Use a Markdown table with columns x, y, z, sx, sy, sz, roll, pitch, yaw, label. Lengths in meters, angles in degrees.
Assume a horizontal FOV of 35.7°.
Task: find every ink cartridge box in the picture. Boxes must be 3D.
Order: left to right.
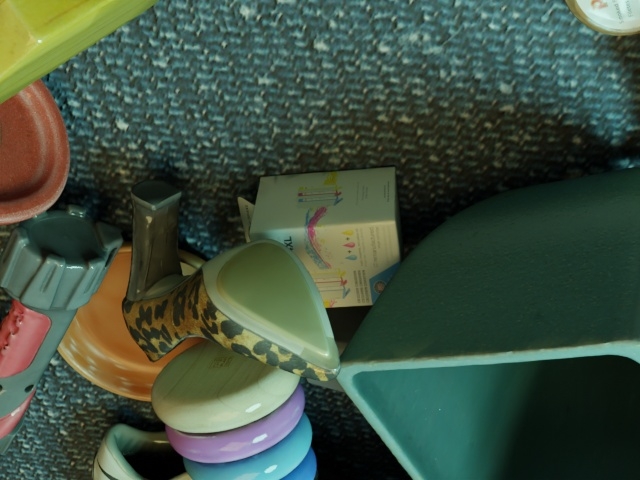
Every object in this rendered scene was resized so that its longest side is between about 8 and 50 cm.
| x | y | z | sx | sy | sz | roll | pitch | yaw | label |
| --- | --- | --- | --- | --- | --- | --- | --- | --- | --- |
| 0.000 | 0.000 | 0.883 | 0.143 | 0.090 | 0.092 | -5 | 125 | 7 | ink cartridge box |

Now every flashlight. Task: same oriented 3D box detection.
| x | y | z | sx | sy | sz | roll | pitch | yaw | label |
| --- | --- | --- | --- | --- | --- | --- | --- | --- | --- |
| -0.292 | 0.092 | 0.922 | 0.103 | 0.103 | 0.304 | 31 | 128 | -6 | flashlight |

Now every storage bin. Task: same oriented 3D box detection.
| x | y | z | sx | sy | sz | roll | pitch | yaw | label |
| --- | --- | --- | --- | --- | --- | --- | --- | --- | --- |
| 0.042 | 0.092 | 0.931 | 0.091 | 0.135 | 0.098 | 10 | 127 | 11 | storage bin |

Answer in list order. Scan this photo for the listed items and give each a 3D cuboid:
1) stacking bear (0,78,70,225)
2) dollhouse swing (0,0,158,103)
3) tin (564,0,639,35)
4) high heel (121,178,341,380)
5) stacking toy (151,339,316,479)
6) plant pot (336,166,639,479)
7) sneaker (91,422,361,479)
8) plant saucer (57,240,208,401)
| x | y | z | sx | sy | sz | roll | pitch | yaw | label |
| --- | --- | --- | --- | --- | --- | --- | --- | --- | --- |
| -0.370 | -0.052 | 0.832 | 0.289 | 0.175 | 0.164 | -18 | 157 | 27 | stacking bear |
| -0.290 | -0.239 | 0.640 | 0.347 | 0.315 | 0.305 | 52 | 139 | -10 | dollhouse swing |
| 0.270 | -0.222 | 0.741 | 0.189 | 0.040 | 0.106 | -20 | 118 | 17 | tin |
| -0.077 | 0.083 | 0.835 | 0.093 | 0.261 | 0.186 | -23 | 136 | -35 | high heel |
| -0.050 | 0.258 | 0.959 | 0.141 | 0.141 | 0.330 | -11 | 113 | 11 | stacking toy |
| 0.204 | 0.081 | 0.815 | 0.247 | 0.252 | 0.248 | -10 | 127 | 36 | plant pot |
| -0.083 | 0.263 | 1.061 | 0.330 | 0.122 | 0.146 | 5 | 128 | -1 | sneaker |
| -0.168 | 0.077 | 0.983 | 0.200 | 0.037 | 0.200 | 2 | 126 | 3 | plant saucer |
